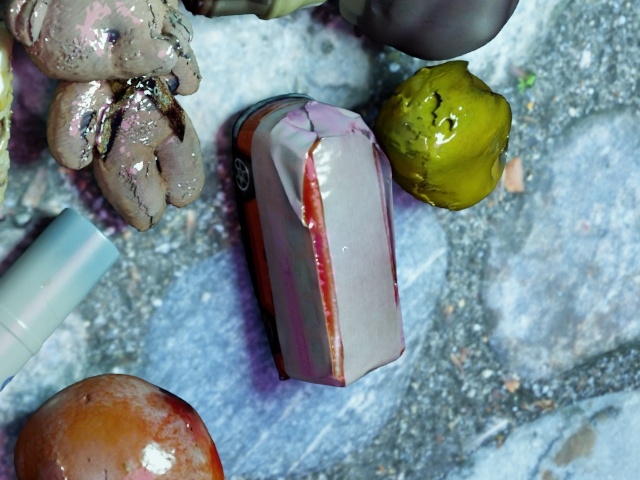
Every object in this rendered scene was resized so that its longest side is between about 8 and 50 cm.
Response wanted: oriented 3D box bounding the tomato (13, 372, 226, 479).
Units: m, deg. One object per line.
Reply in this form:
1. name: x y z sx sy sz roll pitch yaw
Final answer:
1. tomato: -0.195 0.231 1.862 0.184 0.208 0.208 -32 115 -21

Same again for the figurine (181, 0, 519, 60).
1. figurine: 0.034 -0.294 1.916 0.365 0.206 0.218 5 122 -15

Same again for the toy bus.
1. toy bus: 0.000 0.000 1.971 0.127 0.147 0.302 -19 111 -33

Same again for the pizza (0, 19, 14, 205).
1. pizza: -0.370 -0.084 1.770 0.297 0.071 0.189 -49 116 -20

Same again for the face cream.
1. face cream: -0.306 0.083 1.839 0.250 0.077 0.077 -50 120 -12

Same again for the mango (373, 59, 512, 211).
1. mango: 0.130 -0.108 1.983 0.151 0.249 0.156 -10 89 10

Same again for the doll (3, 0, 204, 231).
1. doll: -0.174 -0.148 1.829 0.201 0.156 0.303 -43 124 -34
